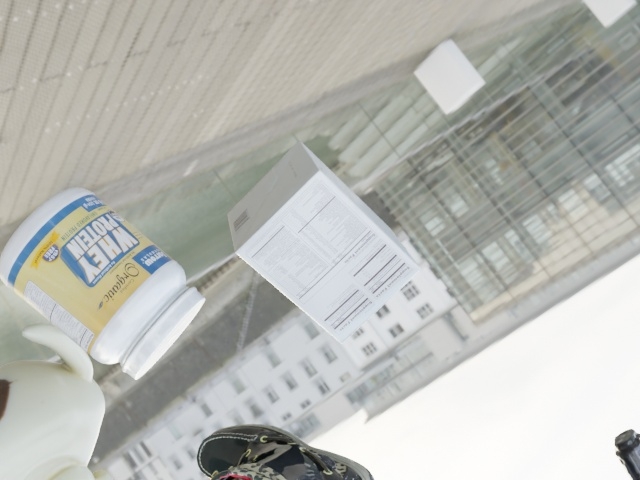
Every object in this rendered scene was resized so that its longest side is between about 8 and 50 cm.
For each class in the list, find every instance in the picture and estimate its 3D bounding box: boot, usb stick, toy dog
[{"bbox_3d":[-0.078,0.255,0.784,0.236,0.085,0.178,6,174,32],"label":"boot"},{"bbox_3d":[0.500,0.401,1.018,0.045,0.278,0.077,-33,170,27],"label":"usb stick"},{"bbox_3d":[-0.494,0.316,0.951,0.407,0.284,0.396,-1,122,-47],"label":"toy dog"}]

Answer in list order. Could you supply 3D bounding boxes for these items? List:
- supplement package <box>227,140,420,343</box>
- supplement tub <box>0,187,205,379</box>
[{"bbox_3d":[0.000,0.000,1.294,0.198,0.262,0.199,-44,-157,8],"label":"supplement package"},{"bbox_3d":[-0.249,0.050,0.840,0.144,0.199,0.144,-51,179,-1],"label":"supplement tub"}]
